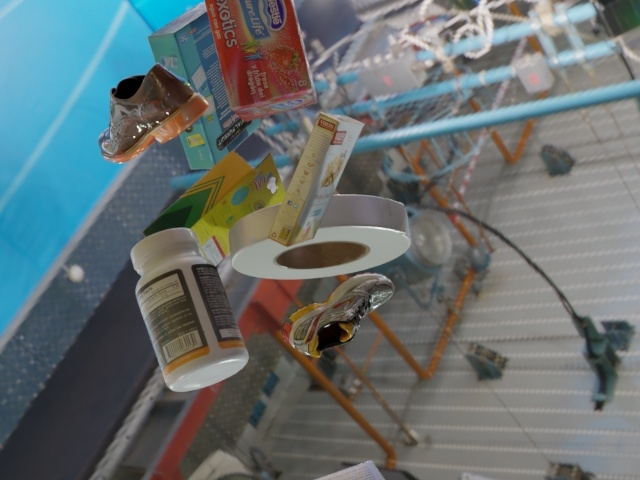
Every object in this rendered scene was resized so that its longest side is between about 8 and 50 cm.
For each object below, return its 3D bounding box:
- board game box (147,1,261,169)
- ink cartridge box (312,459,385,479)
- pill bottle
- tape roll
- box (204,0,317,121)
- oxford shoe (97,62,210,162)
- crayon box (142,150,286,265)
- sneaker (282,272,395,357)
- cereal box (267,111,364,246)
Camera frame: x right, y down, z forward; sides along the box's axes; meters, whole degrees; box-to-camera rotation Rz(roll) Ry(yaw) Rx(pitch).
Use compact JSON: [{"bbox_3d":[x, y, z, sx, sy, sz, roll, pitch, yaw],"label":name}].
[{"bbox_3d":[-0.273,-0.377,2.268,0.079,0.336,0.254,-1,-151,26],"label":"board game box"},{"bbox_3d":[-0.057,0.497,1.552,0.066,0.296,0.261,53,-44,33],"label":"ink cartridge box"},{"bbox_3d":[-0.251,0.127,1.758,0.162,0.162,0.278,-29,-110,17],"label":"pill bottle"},{"bbox_3d":[0.000,0.000,1.997,0.392,0.392,0.072,-17,-110,32],"label":"tape roll"},{"bbox_3d":[-0.110,-0.370,1.606,0.142,0.299,0.154,-14,178,3],"label":"box"},{"bbox_3d":[-0.343,-0.245,1.774,0.364,0.132,0.130,-16,-150,52],"label":"oxford shoe"},{"bbox_3d":[-0.223,-0.057,2.061,0.318,0.202,0.081,-43,-116,-14],"label":"crayon box"},{"bbox_3d":[0.046,0.140,1.680,0.225,0.088,0.093,-32,-138,-21],"label":"sneaker"},{"bbox_3d":[-0.006,-0.111,1.685,0.240,0.047,0.173,-66,167,13],"label":"cereal box"}]
